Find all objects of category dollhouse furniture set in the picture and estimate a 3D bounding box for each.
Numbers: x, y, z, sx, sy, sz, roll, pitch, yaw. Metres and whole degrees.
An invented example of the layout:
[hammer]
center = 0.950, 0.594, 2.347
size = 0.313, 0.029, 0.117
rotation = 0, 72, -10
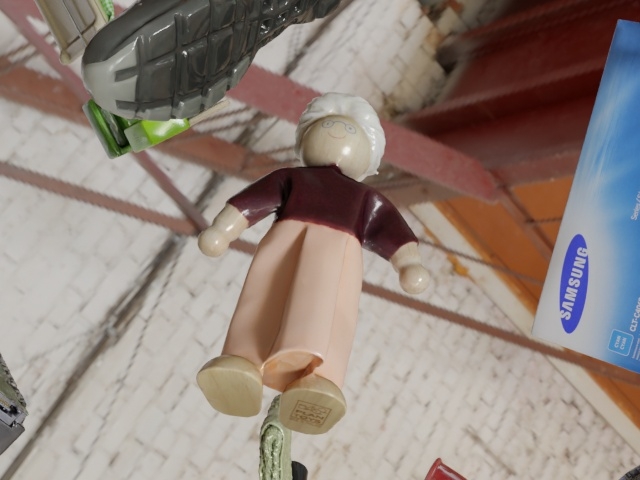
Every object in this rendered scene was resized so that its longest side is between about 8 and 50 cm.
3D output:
[dollhouse furniture set]
center = -0.254, -0.278, 1.322
size = 0.151, 0.302, 0.197
rotation = -31, -169, -26

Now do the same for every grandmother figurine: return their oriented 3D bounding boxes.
[grandmother figurine]
center = 0.000, 0.000, 0.904
size = 0.104, 0.207, 0.342
rotation = 122, -17, -50

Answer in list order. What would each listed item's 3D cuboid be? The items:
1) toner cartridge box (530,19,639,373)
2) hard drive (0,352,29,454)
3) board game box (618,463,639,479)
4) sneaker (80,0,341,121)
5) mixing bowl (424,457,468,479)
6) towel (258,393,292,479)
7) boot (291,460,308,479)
[toner cartridge box]
center = 0.350, -0.041, 1.049
size = 0.165, 0.075, 0.348
rotation = 19, -80, 33
[hard drive]
center = -0.468, 0.100, 1.164
size = 0.064, 0.237, 0.339
rotation = -48, -149, -8
[board game box]
center = 0.453, 0.293, 1.146
size = 0.194, 0.060, 0.194
rotation = -30, -159, -2
[sneaker]
center = -0.077, -0.173, 0.708
size = 0.267, 0.106, 0.101
rotation = -41, 159, -38
[mixing bowl]
center = 0.087, 0.235, 0.615
size = 0.098, 0.181, 0.181
rotation = 18, -123, 14
[towel]
center = -0.046, 0.247, 1.075
size = 0.027, 0.148, 0.110
rotation = 1, -170, 5
[boot]
center = -0.084, 0.509, 1.668
size = 0.247, 0.094, 0.207
rotation = -61, -167, 13
